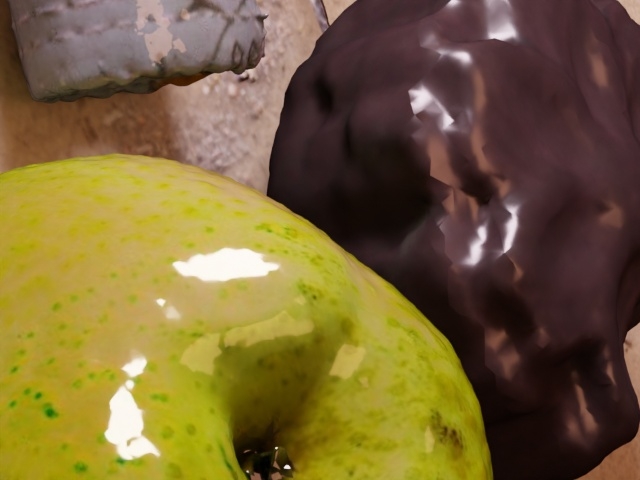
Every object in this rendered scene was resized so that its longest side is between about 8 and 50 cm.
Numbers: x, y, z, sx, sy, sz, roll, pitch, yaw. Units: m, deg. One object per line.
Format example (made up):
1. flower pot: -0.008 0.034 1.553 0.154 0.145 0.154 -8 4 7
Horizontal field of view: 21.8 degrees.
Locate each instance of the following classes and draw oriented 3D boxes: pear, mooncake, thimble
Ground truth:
1. pear: -0.093 0.134 0.822 0.391 0.391 0.391 11 75 -43
2. mooncake: 0.129 -0.022 1.170 0.350 0.212 0.381 51 45 -24
3. thimble: -0.116 -0.150 1.021 0.151 0.127 0.118 -12 92 -50
